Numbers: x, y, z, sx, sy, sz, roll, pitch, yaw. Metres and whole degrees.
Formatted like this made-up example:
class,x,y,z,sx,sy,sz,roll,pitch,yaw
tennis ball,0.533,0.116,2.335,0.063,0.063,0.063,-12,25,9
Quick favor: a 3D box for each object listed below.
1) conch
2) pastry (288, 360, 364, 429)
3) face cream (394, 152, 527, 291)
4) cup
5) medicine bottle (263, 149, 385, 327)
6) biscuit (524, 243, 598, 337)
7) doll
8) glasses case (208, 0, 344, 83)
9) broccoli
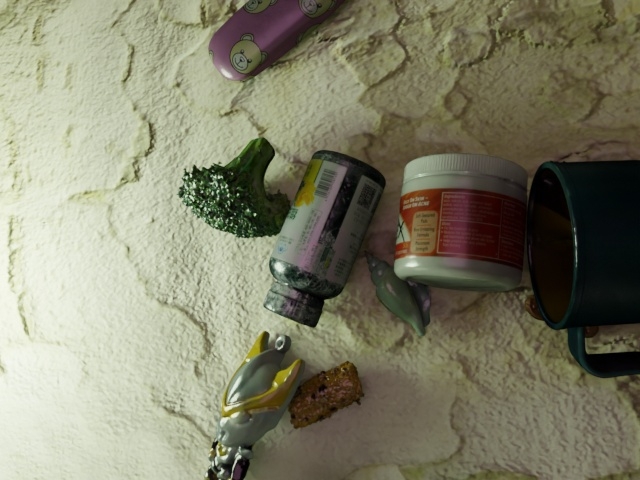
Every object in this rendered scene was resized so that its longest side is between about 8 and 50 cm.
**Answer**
class,x,y,z,sx,sy,sz,roll,pitch,yaw
conch,0.135,0.084,1.139,0.180,0.088,0.065,53,139,12
pastry,0.007,0.268,1.137,0.140,0.056,0.080,-23,75,7
face cream,0.225,-0.022,1.054,0.201,0.201,0.187,4,80,16
cup,0.473,0.029,0.931,0.292,0.242,0.307,-4,71,3
medicine bottle,0.000,0.000,1.144,0.141,0.141,0.293,20,85,18
biscuit,0.427,0.051,1.071,0.138,0.031,0.205,23,86,9
doll,-0.129,0.307,1.142,0.103,0.145,0.316,22,91,-8
glasses case,-0.082,-0.437,1.288,0.316,0.076,0.123,-39,72,5
broccoli,-0.137,-0.102,1.196,0.220,0.194,0.194,35,90,-20
